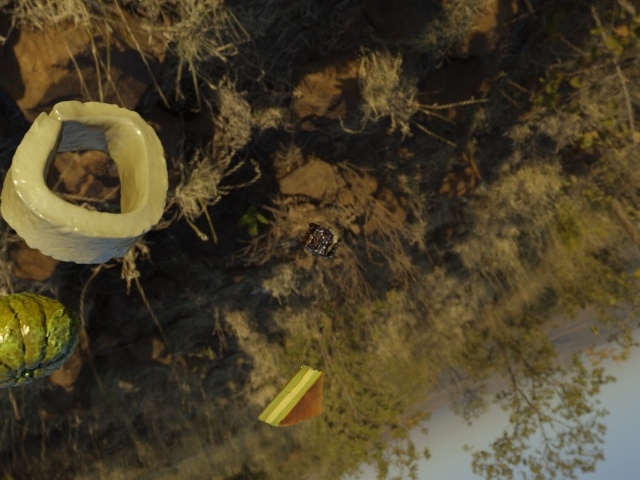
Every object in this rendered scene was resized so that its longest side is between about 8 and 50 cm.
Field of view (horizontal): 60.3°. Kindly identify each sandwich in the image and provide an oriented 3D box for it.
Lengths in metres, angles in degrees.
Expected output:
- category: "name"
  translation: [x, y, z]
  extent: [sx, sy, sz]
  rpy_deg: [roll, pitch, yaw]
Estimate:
- category: "sandwich"
  translation: [-0.093, 0.483, 1.720]
  extent: [0.187, 0.144, 0.117]
  rpy_deg: [-2, -179, -42]

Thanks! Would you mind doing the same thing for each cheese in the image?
- category: "cheese"
  translation: [-0.477, -0.131, 1.137]
  extent: [0.292, 0.332, 0.153]
  rpy_deg: [17, 145, -34]

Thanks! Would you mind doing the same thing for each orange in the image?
- category: "orange"
  translation: [-0.784, 0.250, 1.436]
  extent: [0.301, 0.223, 0.300]
  rpy_deg: [-16, 162, -25]

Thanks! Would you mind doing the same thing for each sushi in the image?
- category: "sushi"
  translation: [-0.001, 0.000, 1.531]
  extent: [0.094, 0.084, 0.098]
  rpy_deg: [29, 171, -20]
